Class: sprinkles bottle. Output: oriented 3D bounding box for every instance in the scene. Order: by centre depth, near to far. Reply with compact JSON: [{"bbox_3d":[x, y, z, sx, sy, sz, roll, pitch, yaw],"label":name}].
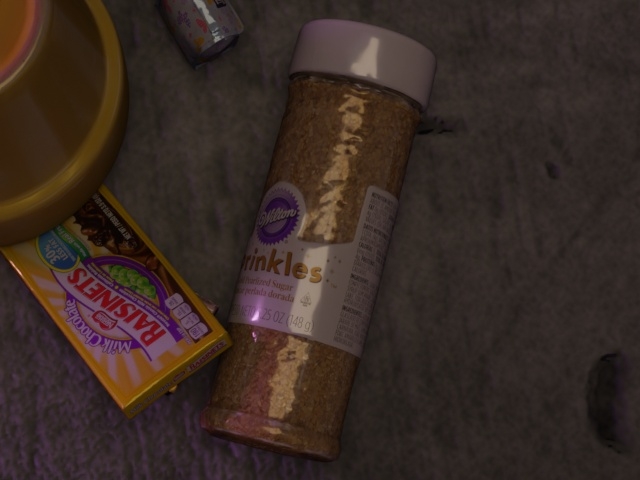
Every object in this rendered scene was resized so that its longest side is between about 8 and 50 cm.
[{"bbox_3d":[0.000,0.000,1.642,0.121,0.121,0.355,15,81,-5],"label":"sprinkles bottle"}]

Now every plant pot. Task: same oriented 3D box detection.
[{"bbox_3d":[-0.283,-0.142,1.553,0.254,0.239,0.254,0,76,-1],"label":"plant pot"}]

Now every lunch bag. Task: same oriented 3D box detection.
[{"bbox_3d":[-0.101,-0.190,1.674,0.053,0.083,0.071,-31,86,-9],"label":"lunch bag"}]

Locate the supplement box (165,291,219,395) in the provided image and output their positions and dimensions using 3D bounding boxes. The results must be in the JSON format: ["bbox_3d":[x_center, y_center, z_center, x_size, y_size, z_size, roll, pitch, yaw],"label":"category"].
[{"bbox_3d":[-0.123,0.083,1.650,0.043,0.055,0.083,28,81,-4],"label":"supplement box"}]

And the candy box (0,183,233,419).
[{"bbox_3d":[-0.171,0.042,1.619,0.105,0.027,0.206,-38,60,-8],"label":"candy box"}]
